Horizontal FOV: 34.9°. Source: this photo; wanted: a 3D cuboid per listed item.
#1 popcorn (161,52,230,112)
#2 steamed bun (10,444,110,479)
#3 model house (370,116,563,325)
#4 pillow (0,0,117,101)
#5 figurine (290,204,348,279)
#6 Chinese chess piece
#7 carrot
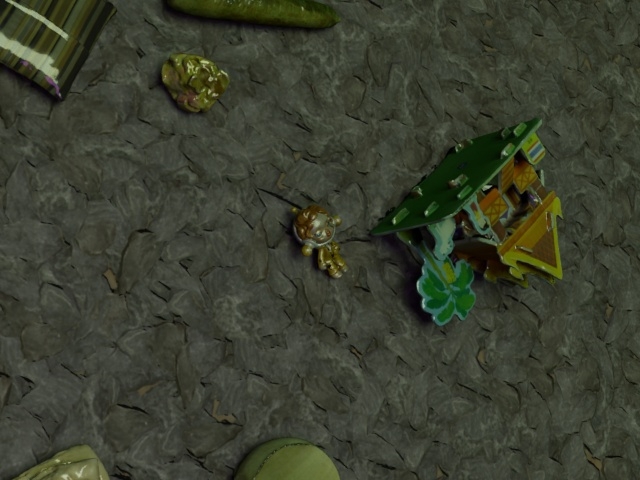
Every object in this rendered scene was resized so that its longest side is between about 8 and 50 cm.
[{"bbox_3d":[-0.216,-0.275,1.732,0.109,0.089,0.097,36,51,-16],"label":"popcorn"},{"bbox_3d":[-0.412,0.483,1.363,0.428,0.189,0.247,-34,104,-34],"label":"steamed bun"},{"bbox_3d":[0.321,-0.002,1.911,0.357,0.242,0.313,-44,105,-34],"label":"model house"},{"bbox_3d":[-0.454,-0.354,1.619,0.212,0.052,0.208,33,59,-22],"label":"pillow"},{"bbox_3d":[0.004,-0.002,1.814,0.143,0.068,0.101,36,65,-33],"label":"figurine"},{"bbox_3d":[-0.055,0.416,1.661,0.188,0.083,0.188,7,77,-32],"label":"Chinese chess piece"},{"bbox_3d":[-0.111,-0.422,1.843,0.358,0.074,0.074,2,77,-34],"label":"carrot"}]
